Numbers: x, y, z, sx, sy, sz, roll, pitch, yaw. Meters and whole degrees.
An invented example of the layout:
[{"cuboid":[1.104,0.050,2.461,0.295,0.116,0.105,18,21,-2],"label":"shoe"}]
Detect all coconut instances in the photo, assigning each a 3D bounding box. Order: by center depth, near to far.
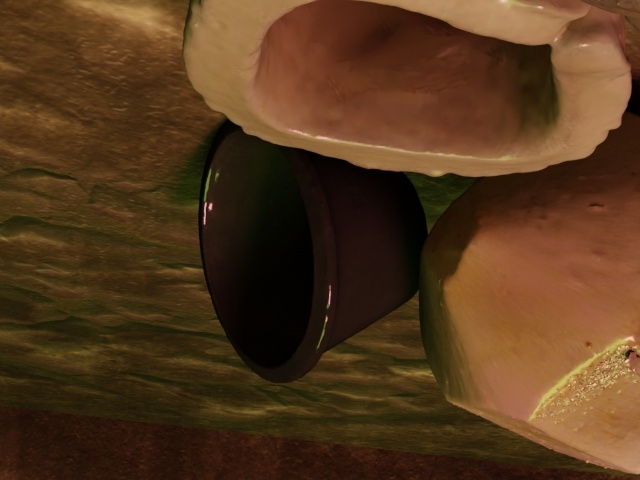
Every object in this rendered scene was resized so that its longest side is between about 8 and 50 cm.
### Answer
[{"cuboid":[0.248,0.041,1.139,0.352,0.353,0.353,5,158,2],"label":"coconut"}]

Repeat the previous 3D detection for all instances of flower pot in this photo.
[{"cuboid":[0.000,0.000,1.243,0.166,0.269,0.269,-9,168,-32],"label":"flower pot"}]

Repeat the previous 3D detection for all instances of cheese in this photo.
[{"cuboid":[0.073,-0.169,0.876,0.332,0.153,0.292,8,158,-10],"label":"cheese"}]

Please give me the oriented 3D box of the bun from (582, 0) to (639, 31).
[{"cuboid":[0.225,-0.217,0.657,0.281,0.205,0.281,5,160,2],"label":"bun"}]
